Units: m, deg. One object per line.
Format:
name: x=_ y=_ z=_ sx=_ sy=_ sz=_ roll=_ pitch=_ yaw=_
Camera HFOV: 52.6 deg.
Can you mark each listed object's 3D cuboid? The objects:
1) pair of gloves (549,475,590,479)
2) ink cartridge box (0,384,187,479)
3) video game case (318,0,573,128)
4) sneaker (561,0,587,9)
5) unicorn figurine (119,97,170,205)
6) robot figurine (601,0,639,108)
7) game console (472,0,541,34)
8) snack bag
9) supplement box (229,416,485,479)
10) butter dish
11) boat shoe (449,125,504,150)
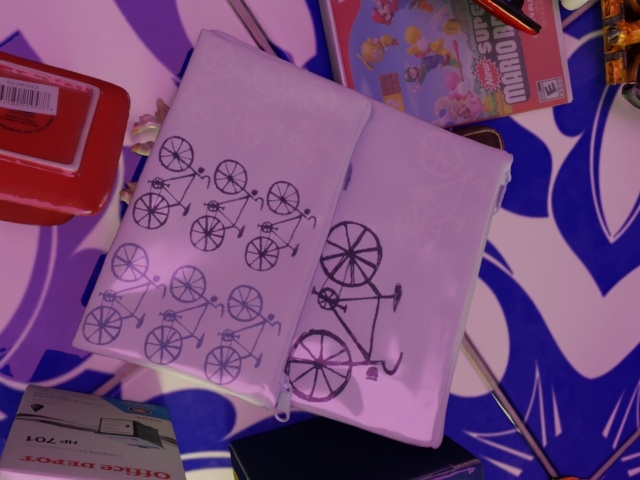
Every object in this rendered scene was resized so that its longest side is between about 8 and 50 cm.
pair of gloves: x=0.308 y=0.340 z=0.822 sx=0.074 sy=0.010 sz=0.083 roll=8 pitch=92 yaw=-19
ink cartridge box: x=-0.195 y=0.197 z=0.544 sx=0.139 sy=0.190 sz=0.082 roll=15 pitch=89 yaw=-20
video game case: x=0.143 y=-0.229 z=0.715 sx=0.285 sy=0.025 sz=0.204 roll=-14 pitch=97 yaw=-17
sneaker: x=0.305 y=-0.382 z=0.738 sx=0.126 sy=0.091 sz=0.240 roll=32 pitch=78 yaw=-4
unicorn figurine: x=-0.131 y=-0.049 z=0.617 sx=0.111 sy=0.060 sz=0.162 roll=11 pitch=93 yaw=-15
robot figurine: x=0.459 y=-0.252 z=0.791 sx=0.290 sy=0.085 sz=0.211 roll=-8 pitch=96 yaw=-19
game console: x=0.173 y=-0.291 z=0.666 sx=0.144 sy=0.124 sz=0.085 roll=26 pitch=111 yaw=-18
snack bag: x=0.000 y=0.000 z=0.592 sx=0.342 sy=0.037 sz=0.323 roll=21 pitch=72 yaw=-8
supplement box: x=0.050 y=0.371 z=0.639 sx=0.194 sy=0.195 sz=0.357 roll=-12 pitch=98 yaw=-18
butter dish: x=-0.256 y=-0.069 z=0.549 sx=0.160 sy=0.118 sz=0.160 roll=12 pitch=50 yaw=-18
boat shoe: x=0.122 y=-0.065 z=0.697 sx=0.206 sy=0.073 sz=0.073 roll=-31 pitch=100 yaw=-16
